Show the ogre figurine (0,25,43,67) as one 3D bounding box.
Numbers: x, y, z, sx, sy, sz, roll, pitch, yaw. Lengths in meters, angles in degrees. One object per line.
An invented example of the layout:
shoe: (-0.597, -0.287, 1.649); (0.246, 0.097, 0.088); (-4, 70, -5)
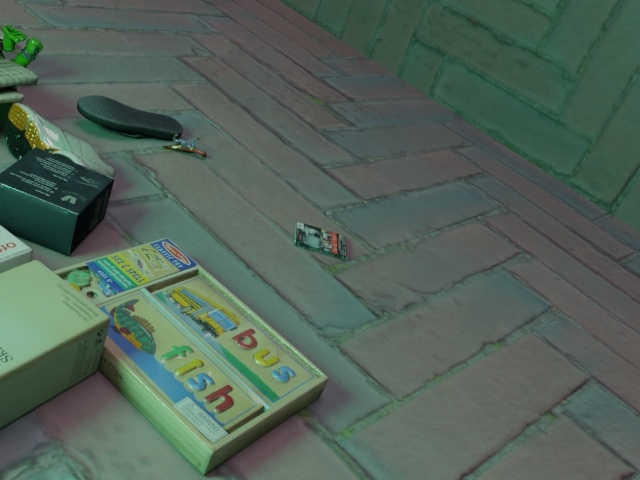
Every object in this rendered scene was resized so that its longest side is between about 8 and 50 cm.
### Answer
ogre figurine: (-0.752, -0.439, 1.623); (0.197, 0.118, 0.096); (2, 40, -30)

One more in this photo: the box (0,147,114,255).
box: (-0.477, -0.072, 1.247); (0.156, 0.093, 0.158); (22, 29, -3)

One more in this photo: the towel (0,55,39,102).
towel: (-0.770, -0.339, 1.364); (0.312, 0.056, 0.324); (28, 28, 13)

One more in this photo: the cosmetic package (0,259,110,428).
cosmetic package: (-0.441, 0.153, 0.891); (0.160, 0.113, 0.309); (33, 30, 16)

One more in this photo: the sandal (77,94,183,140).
sandal: (-0.444, -0.270, 1.644); (0.255, 0.054, 0.097); (12, 37, -37)

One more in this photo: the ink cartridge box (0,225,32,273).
ink cartridge box: (-0.567, 0.015, 1.046); (0.218, 0.092, 0.158); (34, 32, 15)

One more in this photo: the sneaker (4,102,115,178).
sneaker: (-0.521, -0.180, 1.408); (0.262, 0.099, 0.121); (43, 27, 17)

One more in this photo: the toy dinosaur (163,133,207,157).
toy dinosaur: (-0.313, -0.215, 1.669); (0.082, 0.047, 0.090); (39, 65, 10)

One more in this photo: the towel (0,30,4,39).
towel: (-0.864, -0.526, 1.788); (0.152, 0.023, 0.113); (38, 30, 28)

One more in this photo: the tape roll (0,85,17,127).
tape roll: (-0.801, -0.325, 1.447); (0.321, 0.077, 0.321); (18, 30, -11)

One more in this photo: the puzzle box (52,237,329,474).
puzzle box: (-0.216, 0.154, 1.107); (0.409, 0.052, 0.272); (37, 32, 23)

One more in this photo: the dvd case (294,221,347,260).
dvd case: (0.000, 0.000, 1.545); (0.120, 0.013, 0.087); (18, 30, -12)
